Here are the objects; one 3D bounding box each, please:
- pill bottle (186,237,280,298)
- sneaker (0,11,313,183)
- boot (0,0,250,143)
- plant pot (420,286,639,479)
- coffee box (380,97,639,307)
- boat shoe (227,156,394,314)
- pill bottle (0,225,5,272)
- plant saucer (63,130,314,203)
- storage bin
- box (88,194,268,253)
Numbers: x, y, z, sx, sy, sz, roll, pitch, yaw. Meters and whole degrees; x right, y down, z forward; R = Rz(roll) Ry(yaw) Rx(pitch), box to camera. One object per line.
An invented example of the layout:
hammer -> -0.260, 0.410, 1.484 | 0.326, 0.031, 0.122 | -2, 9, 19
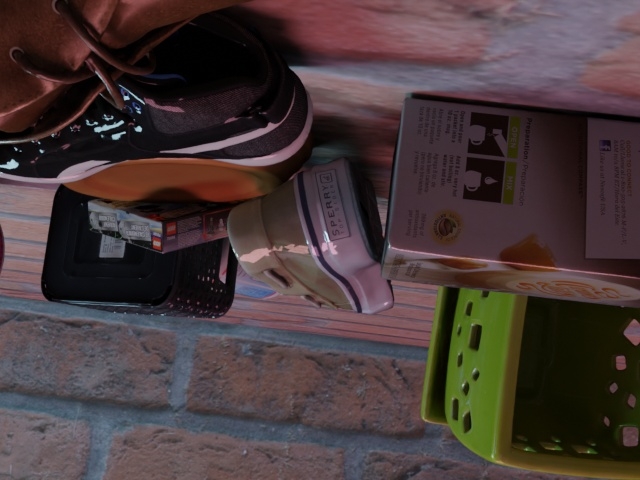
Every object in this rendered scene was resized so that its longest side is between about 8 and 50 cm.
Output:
pill bottle -> -0.076, 0.013, 1.079 | 0.087, 0.087, 0.160 | 0, 169, 35
sneaker -> -0.119, -0.086, 0.561 | 0.217, 0.079, 0.121 | -3, 166, 8
boot -> -0.066, -0.088, 0.365 | 0.305, 0.115, 0.112 | 1, 168, 26
plant pot -> 0.239, 0.121, 1.123 | 0.228, 0.227, 0.207 | 10, 176, -23
coffee box -> 0.168, -0.016, 0.682 | 0.247, 0.098, 0.141 | 6, 171, 3
boat shoe -> 0.000, 0.000, 0.826 | 0.094, 0.109, 0.302 | -11, 167, 7
pill bottle -> -0.404, -0.002, 0.954 | 0.160, 0.160, 0.283 | 7, 174, 0
plant saucer -> -0.104, -0.057, 0.745 | 0.200, 0.037, 0.200 | -1, 173, 0
storage bin -> -0.171, 0.006, 0.993 | 0.180, 0.122, 0.084 | 0, 169, 37
box -> -0.106, -0.024, 0.855 | 0.094, 0.027, 0.137 | 14, -159, 41
